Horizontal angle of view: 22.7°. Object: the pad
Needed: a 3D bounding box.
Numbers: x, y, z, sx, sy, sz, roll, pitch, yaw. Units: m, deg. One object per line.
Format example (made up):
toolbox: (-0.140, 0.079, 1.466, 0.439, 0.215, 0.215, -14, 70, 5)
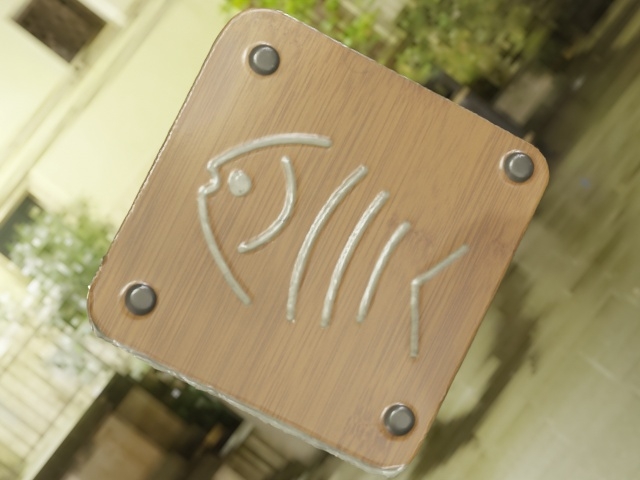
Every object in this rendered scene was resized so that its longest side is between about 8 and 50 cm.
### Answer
pad: (0.000, 0.000, 1.215, 0.286, 0.284, 0.018, -64, 8, -6)
